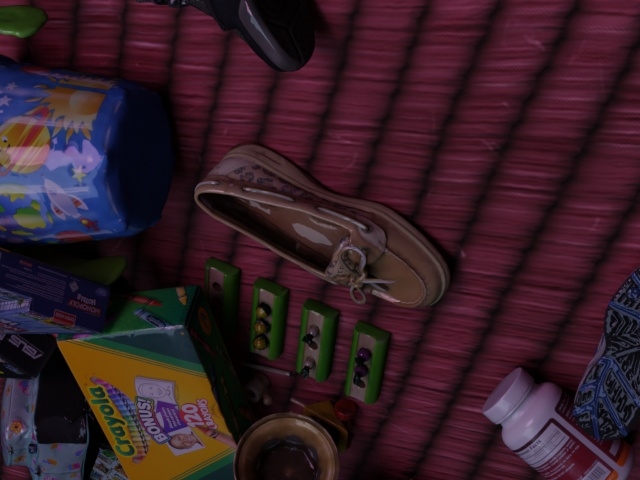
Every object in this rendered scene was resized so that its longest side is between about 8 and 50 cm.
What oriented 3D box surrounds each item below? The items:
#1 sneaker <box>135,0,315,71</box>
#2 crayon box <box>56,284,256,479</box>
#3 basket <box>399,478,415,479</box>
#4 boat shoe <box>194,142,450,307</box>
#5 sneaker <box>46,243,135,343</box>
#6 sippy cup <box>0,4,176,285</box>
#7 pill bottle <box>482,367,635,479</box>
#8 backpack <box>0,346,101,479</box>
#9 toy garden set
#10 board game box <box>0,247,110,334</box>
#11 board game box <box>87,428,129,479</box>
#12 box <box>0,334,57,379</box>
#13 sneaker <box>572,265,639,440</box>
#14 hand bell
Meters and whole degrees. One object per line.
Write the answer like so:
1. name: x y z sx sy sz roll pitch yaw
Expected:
1. sneaker: -0.103 -0.243 1.040 0.227 0.087 0.130 50 135 -4
2. crayon box: -0.191 0.188 1.325 0.165 0.081 0.278 -7 127 15
3. basket: 0.106 0.435 1.396 0.213 0.223 0.299 58 142 31
4. boat shoe: 0.000 0.000 1.146 0.285 0.089 0.104 27 132 12
5. sneaker: -0.365 0.064 1.408 0.314 0.116 0.136 46 135 -5
6. sippy cup: -0.292 -0.093 1.188 0.224 0.240 0.305 3 163 19
7. pill bottle: 0.251 0.207 1.142 0.152 0.086 0.086 40 134 2
8. backpack: -0.377 0.257 1.515 0.144 0.166 0.188 -4 139 -9
9. toy garden set: -0.046 0.153 1.315 0.244 0.049 0.204 22 131 18
10. board game box: -0.376 0.061 1.212 0.194 0.060 0.194 -10 155 41
11. board game box: -0.247 0.369 1.616 0.259 0.030 0.136 17 127 21
12. box: -0.505 0.086 1.410 0.270 0.060 0.216 43 151 -27
13. sneaker: 0.306 0.089 1.032 0.080 0.081 0.211 30 116 12
14. hand bell: -0.040 0.310 1.376 0.126 0.126 0.242 29 160 11
